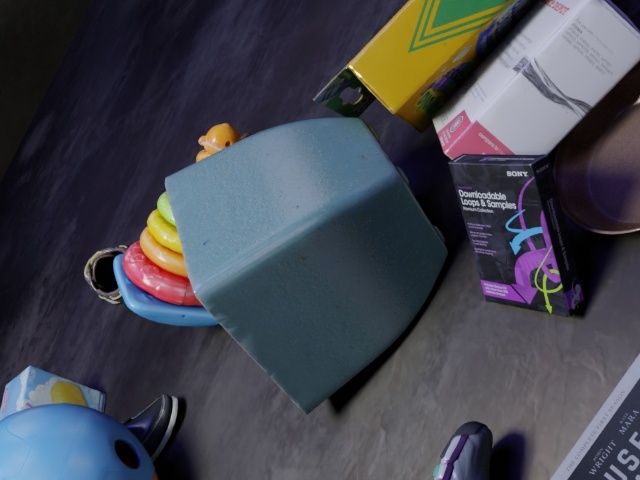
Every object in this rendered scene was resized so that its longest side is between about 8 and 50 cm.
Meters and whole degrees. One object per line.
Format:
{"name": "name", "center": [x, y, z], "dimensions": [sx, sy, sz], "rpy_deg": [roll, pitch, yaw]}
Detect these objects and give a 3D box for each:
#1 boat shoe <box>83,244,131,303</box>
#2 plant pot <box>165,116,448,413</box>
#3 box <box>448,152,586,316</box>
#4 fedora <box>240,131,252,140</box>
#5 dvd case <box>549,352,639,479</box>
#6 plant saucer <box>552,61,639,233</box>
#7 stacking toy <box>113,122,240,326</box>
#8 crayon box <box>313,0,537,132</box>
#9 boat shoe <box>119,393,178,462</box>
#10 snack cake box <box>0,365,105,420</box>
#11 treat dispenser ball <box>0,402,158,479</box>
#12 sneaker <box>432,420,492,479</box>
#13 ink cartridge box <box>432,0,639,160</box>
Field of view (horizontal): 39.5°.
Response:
{"name": "boat shoe", "center": [-0.371, 0.060, 1.633], "dimensions": [0.324, 0.096, 0.117], "rpy_deg": [15, 77, 56]}
{"name": "plant pot", "center": [0.000, 0.000, 1.063], "dimensions": [0.252, 0.247, 0.248], "rpy_deg": [-32, 37, 5]}
{"name": "box", "center": [0.193, -0.008, 0.886], "dimensions": [0.029, 0.162, 0.116], "rpy_deg": [-27, 19, -29]}
{"name": "fedora", "center": [-0.084, -0.068, 1.334], "dimensions": [0.194, 0.079, 0.194], "rpy_deg": [178, 90, -70]}
{"name": "dvd case", "center": [0.291, 0.209, 0.688], "dimensions": [0.179, 0.029, 0.238], "rpy_deg": [-56, 33, 5]}
{"name": "plant saucer", "center": [0.321, -0.089, 0.873], "dimensions": [0.198, 0.036, 0.199], "rpy_deg": [-34, 41, 36]}
{"name": "stacking toy", "center": [-0.184, -0.038, 1.314], "dimensions": [0.166, 0.175, 0.302], "rpy_deg": [56, 132, 52]}
{"name": "crayon box", "center": [0.154, -0.239, 1.037], "dimensions": [0.323, 0.203, 0.083], "rpy_deg": [-44, 80, 12]}
{"name": "boat shoe", "center": [-0.303, 0.316, 1.362], "dimensions": [0.233, 0.079, 0.084], "rpy_deg": [-45, 34, 20]}
{"name": "snack cake box", "center": [-0.453, 0.357, 1.461], "dimensions": [0.089, 0.152, 0.264], "rpy_deg": [-36, 40, 32]}
{"name": "treat dispenser ball", "center": [-0.360, 0.367, 1.205], "dimensions": [0.288, 0.288, 0.288], "rpy_deg": [-33, 41, 35]}
{"name": "sneaker", "center": [0.142, 0.282, 0.812], "dimensions": [0.098, 0.083, 0.224], "rpy_deg": [11, 75, 32]}
{"name": "ink cartridge box", "center": [0.231, -0.170, 0.966], "dimensions": [0.218, 0.092, 0.158], "rpy_deg": [-50, 13, 18]}
